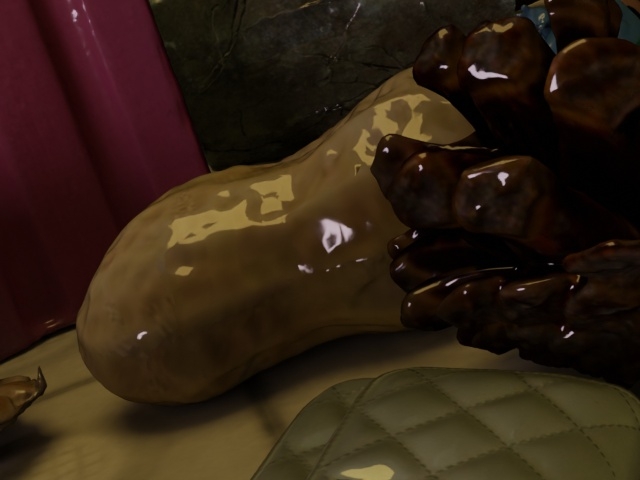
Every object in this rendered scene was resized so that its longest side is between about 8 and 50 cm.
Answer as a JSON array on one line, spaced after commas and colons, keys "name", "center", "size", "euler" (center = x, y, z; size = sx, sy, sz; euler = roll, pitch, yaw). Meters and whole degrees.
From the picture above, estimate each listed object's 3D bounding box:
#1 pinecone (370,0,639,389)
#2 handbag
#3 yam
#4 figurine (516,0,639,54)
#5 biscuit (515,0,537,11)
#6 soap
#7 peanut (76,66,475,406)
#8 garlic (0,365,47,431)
[{"name": "pinecone", "center": [0.133, -0.028, 0.733], "size": [0.228, 0.202, 0.201], "euler": [-14, 49, 18]}, {"name": "handbag", "center": [0.063, 0.123, 0.546], "size": [0.219, 0.079, 0.256], "euler": [-7, 22, 24]}, {"name": "yam", "center": [-0.001, -0.205, 1.344], "size": [0.348, 0.241, 0.241], "euler": [-12, 17, 5]}, {"name": "figurine", "center": [0.220, -0.144, 1.181], "size": [0.144, 0.114, 0.178], "euler": [-21, 8, -14]}, {"name": "biscuit", "center": [0.084, -0.309, 1.538], "size": [0.350, 0.070, 0.394], "euler": [-16, -19, 24]}, {"name": "soap", "center": [-0.235, -0.115, 1.118], "size": [0.233, 0.360, 0.128], "euler": [-27, 19, -23]}, {"name": "peanut", "center": [0.000, 0.000, 0.904], "size": [0.313, 0.149, 0.149], "euler": [-21, 17, 2]}, {"name": "garlic", "center": [-0.258, 0.060, 0.888], "size": [0.207, 0.257, 0.207], "euler": [7, 50, -8]}]
